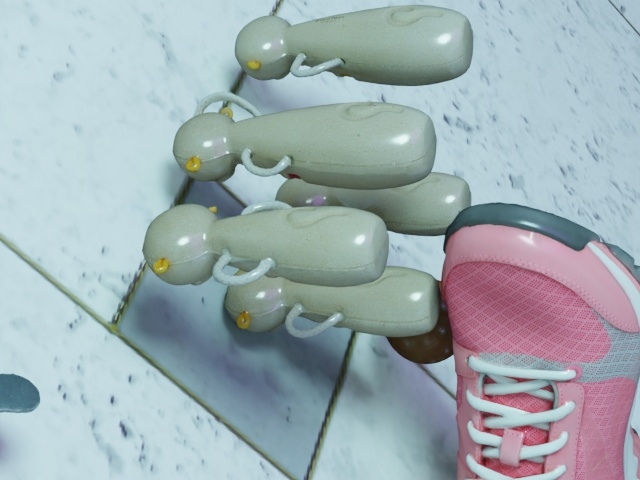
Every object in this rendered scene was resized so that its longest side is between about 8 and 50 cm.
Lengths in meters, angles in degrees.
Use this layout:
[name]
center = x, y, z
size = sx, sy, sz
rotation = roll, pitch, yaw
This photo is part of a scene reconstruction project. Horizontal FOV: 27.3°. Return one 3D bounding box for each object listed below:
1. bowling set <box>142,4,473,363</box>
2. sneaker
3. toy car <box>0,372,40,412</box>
[bowling set]
center = 0.000, 0.000, 0.779
size = 0.287, 0.154, 0.200
rotation = -61, 146, -52
[sneaker]
center = 0.130, 0.116, 0.759
size = 0.136, 0.115, 0.314
rotation = -61, 146, -37
[toy car]
center = -0.191, 0.027, 0.527
size = 0.188, 0.149, 0.155
rotation = 11, 46, -58
